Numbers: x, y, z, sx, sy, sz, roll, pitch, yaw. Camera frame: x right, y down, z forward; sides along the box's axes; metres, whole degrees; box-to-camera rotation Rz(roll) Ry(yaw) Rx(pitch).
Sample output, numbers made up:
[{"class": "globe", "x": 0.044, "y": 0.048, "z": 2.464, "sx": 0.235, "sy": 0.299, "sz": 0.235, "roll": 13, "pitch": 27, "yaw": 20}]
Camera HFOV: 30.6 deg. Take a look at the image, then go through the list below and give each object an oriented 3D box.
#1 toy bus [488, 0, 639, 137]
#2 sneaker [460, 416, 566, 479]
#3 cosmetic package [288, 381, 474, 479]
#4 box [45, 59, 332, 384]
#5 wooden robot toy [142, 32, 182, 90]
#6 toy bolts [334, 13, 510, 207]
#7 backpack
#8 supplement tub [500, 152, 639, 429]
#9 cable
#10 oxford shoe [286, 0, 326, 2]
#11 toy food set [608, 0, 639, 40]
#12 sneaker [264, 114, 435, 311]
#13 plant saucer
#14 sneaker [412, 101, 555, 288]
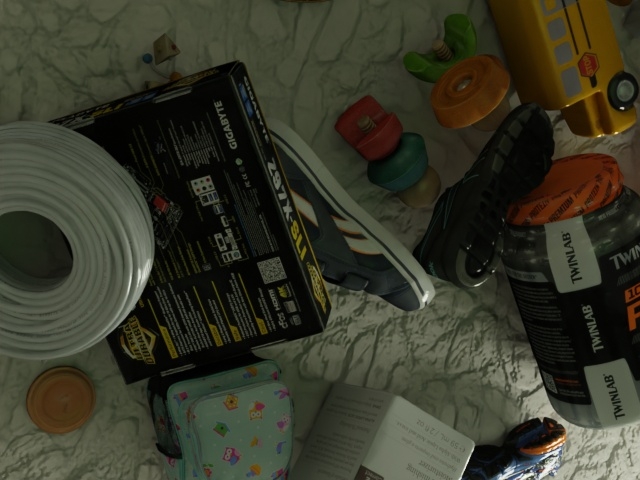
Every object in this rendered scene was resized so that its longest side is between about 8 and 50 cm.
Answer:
[{"class": "toy bus", "x": 0.311, "y": -0.289, "z": 1.556, "sx": 0.130, "sy": 0.108, "sz": 0.333, "roll": -28, "pitch": 111, "yaw": -16}, {"class": "sneaker", "x": 0.259, "y": 0.333, "z": 1.659, "sx": 0.221, "sy": 0.083, "sz": 0.087, "roll": -19, "pitch": 114, "yaw": -17}, {"class": "cosmetic package", "x": 0.070, "y": 0.301, "z": 1.508, "sx": 0.151, "sy": 0.151, "sz": 0.184, "roll": 33, "pitch": 74, "yaw": -25}, {"class": "box", "x": -0.158, "y": -0.015, "z": 1.343, "sx": 0.257, "sy": 0.079, "sz": 0.322, "roll": -16, "pitch": 108, "yaw": 14}, {"class": "wooden robot toy", "x": -0.167, "y": -0.154, "z": 1.388, "sx": 0.079, "sy": 0.076, "sz": 0.173, "roll": 2, "pitch": 98, "yaw": -36}, {"class": "toy bolts", "x": 0.160, "y": -0.136, "z": 1.480, "sx": 0.228, "sy": 0.218, "sz": 0.158, "roll": -40, "pitch": 122, "yaw": 6}, {"class": "backpack", "x": -0.113, "y": 0.244, "z": 1.438, "sx": 0.165, "sy": 0.144, "sz": 0.189, "roll": -12, "pitch": 107, "yaw": -28}, {"class": "supplement tub", "x": 0.368, "y": 0.067, "z": 1.592, "sx": 0.207, "sy": 0.207, "sz": 0.338, "roll": -28, "pitch": 109, "yaw": -18}, {"class": "cable", "x": -0.313, "y": 0.004, "z": 1.279, "sx": 0.257, "sy": 0.089, "sz": 0.257, "roll": -33, "pitch": 103, "yaw": 18}, {"class": "oxford shoe", "x": -0.055, "y": -0.335, "z": 1.404, "sx": 0.212, "sy": 0.076, "sz": 0.076, "roll": 12, "pitch": 92, "yaw": -27}, {"class": "toy food set", "x": 0.511, "y": -0.331, "z": 1.648, "sx": 0.232, "sy": 0.111, "sz": 0.105, "roll": 33, "pitch": 72, "yaw": -25}, {"class": "sneaker", "x": 0.000, "y": 0.000, "z": 1.459, "sx": 0.321, "sy": 0.126, "sz": 0.127, "roll": 45, "pitch": 76, "yaw": -16}, {"class": "plant saucer", "x": -0.310, "y": 0.192, "z": 1.407, "sx": 0.083, "sy": 0.013, "sz": 0.084, "roll": -4, "pitch": 101, "yaw": -24}, {"class": "sneaker", "x": 0.202, "y": -0.066, "z": 1.486, "sx": 0.101, "sy": 0.106, "sz": 0.267, "roll": 42, "pitch": 71, "yaw": -31}]
